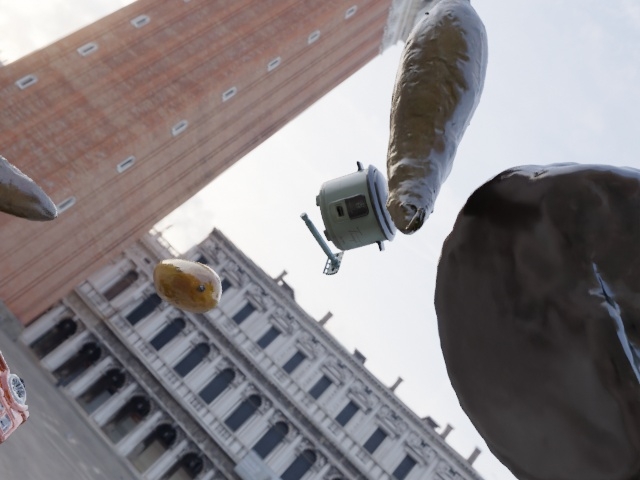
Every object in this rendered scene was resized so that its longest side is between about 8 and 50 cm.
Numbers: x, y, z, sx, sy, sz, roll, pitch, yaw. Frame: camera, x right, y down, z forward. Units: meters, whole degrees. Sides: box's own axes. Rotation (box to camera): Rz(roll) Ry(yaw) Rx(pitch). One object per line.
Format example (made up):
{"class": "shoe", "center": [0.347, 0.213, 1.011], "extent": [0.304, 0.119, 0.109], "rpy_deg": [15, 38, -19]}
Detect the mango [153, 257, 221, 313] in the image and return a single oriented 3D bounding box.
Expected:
{"class": "mango", "center": [-0.209, 0.067, 0.885], "extent": [0.098, 0.075, 0.190], "rpy_deg": [42, -18, -24]}

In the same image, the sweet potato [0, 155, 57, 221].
{"class": "sweet potato", "center": [-0.503, -0.103, 0.726], "extent": [0.341, 0.114, 0.092], "rpy_deg": [11, -8, -39]}

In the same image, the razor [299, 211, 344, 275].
{"class": "razor", "center": [0.000, 0.000, 1.903], "extent": [0.068, 0.106, 0.232], "rpy_deg": [-14, -54, 28]}

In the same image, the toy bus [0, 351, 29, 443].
{"class": "toy bus", "center": [-0.617, 0.188, 0.933], "extent": [0.153, 0.142, 0.330], "rpy_deg": [-160, -131, -78]}

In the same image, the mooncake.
{"class": "mooncake", "center": [0.297, 0.098, 0.696], "extent": [0.350, 0.212, 0.382], "rpy_deg": [-4, -90, 61]}

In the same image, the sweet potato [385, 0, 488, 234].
{"class": "sweet potato", "center": [0.151, -0.174, 0.786], "extent": [0.130, 0.423, 0.130], "rpy_deg": [15, -25, 7]}

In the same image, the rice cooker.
{"class": "rice cooker", "center": [0.125, -0.096, 1.732], "extent": [0.241, 0.226, 0.281], "rpy_deg": [7, 69, -72]}
